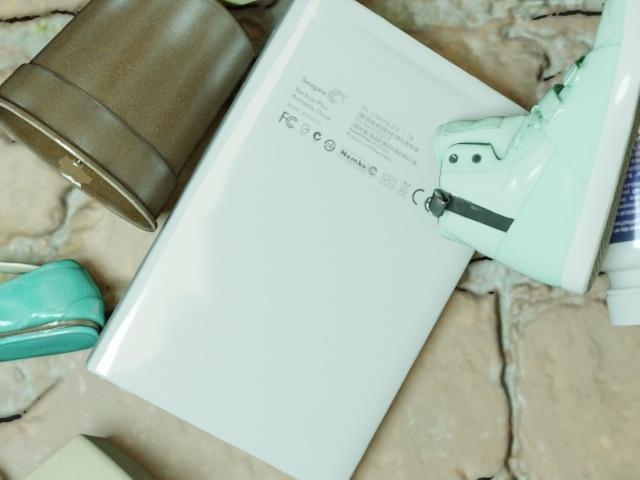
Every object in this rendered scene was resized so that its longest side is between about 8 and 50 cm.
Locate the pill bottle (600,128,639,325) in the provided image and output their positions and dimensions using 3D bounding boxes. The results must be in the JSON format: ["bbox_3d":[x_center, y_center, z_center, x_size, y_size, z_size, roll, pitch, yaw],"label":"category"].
[{"bbox_3d":[0.263,-0.029,0.966,0.112,0.112,0.187,-8,88,-3],"label":"pill bottle"}]

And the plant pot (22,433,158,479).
[{"bbox_3d":[-0.182,0.214,0.944,0.109,0.109,0.096,-39,77,-3],"label":"plant pot"}]

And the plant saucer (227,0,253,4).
[{"bbox_3d":[-0.021,-0.249,0.949,0.188,0.188,0.045,-18,125,-4],"label":"plant saucer"}]

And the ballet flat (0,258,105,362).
[{"bbox_3d":[-0.297,0.067,0.961,0.247,0.083,0.087,-13,64,-3],"label":"ballet flat"}]

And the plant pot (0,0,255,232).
[{"bbox_3d":[-0.148,-0.121,0.934,0.167,0.167,0.165,36,78,-1],"label":"plant pot"}]

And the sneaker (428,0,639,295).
[{"bbox_3d":[0.163,-0.099,0.893,0.151,0.094,0.256,18,103,19],"label":"sneaker"}]

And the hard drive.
[{"bbox_3d":[0.000,0.000,0.964,0.233,0.047,0.353,30,86,-14],"label":"hard drive"}]
